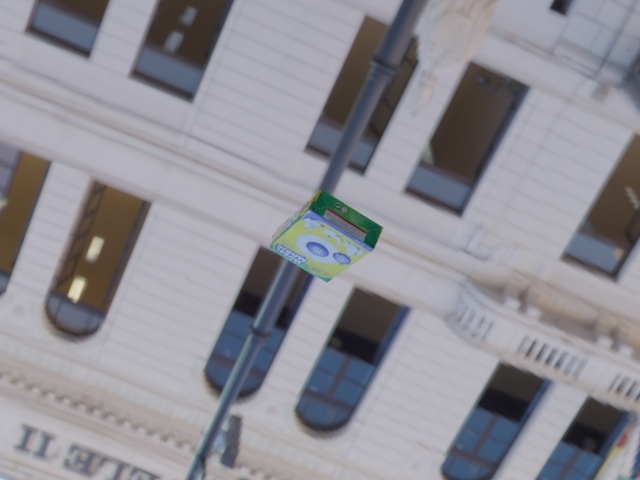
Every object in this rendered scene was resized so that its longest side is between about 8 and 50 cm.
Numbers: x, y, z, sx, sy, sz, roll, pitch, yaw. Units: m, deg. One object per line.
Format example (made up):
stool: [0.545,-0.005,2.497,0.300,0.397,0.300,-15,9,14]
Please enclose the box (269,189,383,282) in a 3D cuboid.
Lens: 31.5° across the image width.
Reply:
box: [0.000,0.000,1.573,0.105,0.179,0.043,31,-117,-11]
